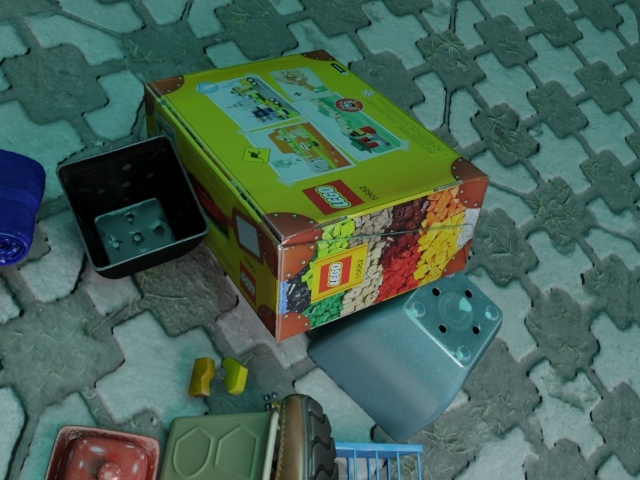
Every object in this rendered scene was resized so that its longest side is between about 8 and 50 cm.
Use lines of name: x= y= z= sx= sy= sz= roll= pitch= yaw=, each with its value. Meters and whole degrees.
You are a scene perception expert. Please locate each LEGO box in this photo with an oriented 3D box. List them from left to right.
LEGO box: x=-0.030 y=-0.114 z=1.189 sx=0.372 sy=0.193 sz=0.500 roll=-18 pitch=45 yaw=-26

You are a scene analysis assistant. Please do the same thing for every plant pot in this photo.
plant pot: x=-0.307 y=-0.035 z=1.166 sx=0.187 sy=0.167 sz=0.188 roll=-21 pitch=74 yaw=-18
plant pot: x=0.177 y=0.168 z=1.250 sx=0.247 sy=0.252 sz=0.248 roll=44 pitch=56 yaw=1

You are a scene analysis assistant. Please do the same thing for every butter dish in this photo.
butter dish: x=-0.312 y=0.345 z=1.011 sx=0.160 sy=0.118 sz=0.160 roll=15 pitch=60 yaw=-18

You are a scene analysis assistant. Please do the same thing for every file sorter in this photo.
file sorter: x=0.071 y=0.397 z=1.167 sx=0.170 sy=0.118 sz=0.104 roll=8 pitch=66 yaw=-21

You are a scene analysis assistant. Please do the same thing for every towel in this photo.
towel: x=-0.545 y=-0.063 z=1.058 sx=0.227 sy=0.076 sz=0.308 roll=15 pitch=23 yaw=-22

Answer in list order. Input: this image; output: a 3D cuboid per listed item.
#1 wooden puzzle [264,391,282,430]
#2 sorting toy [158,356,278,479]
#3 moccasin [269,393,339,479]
wooden puzzle: x=-0.068 y=0.303 z=1.214 sx=0.049 sy=0.006 sz=0.083 roll=-3 pitch=66 yaw=-26
sorting toy: x=-0.152 y=0.321 z=1.051 sx=0.041 sy=0.229 sz=0.307 roll=39 pitch=48 yaw=-42
moccasin: x=-0.055 y=0.421 z=1.042 sx=0.147 sy=0.139 sz=0.380 roll=1 pitch=85 yaw=21
